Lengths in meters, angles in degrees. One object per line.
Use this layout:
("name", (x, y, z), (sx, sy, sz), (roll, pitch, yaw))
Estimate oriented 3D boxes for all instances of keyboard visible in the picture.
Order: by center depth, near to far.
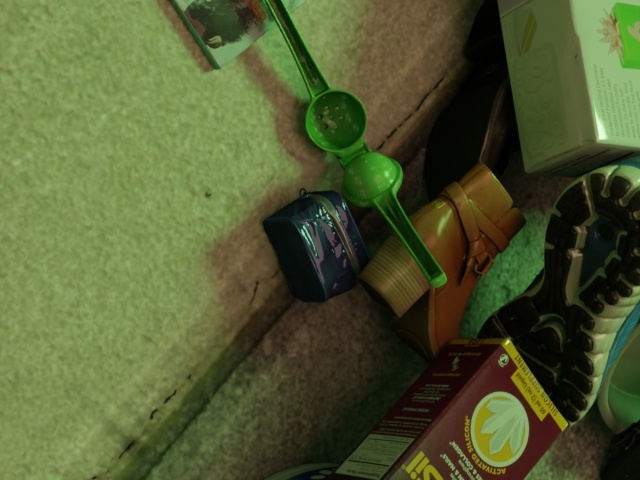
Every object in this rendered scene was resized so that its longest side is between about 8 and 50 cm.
("keyboard", (0.346, 0.186, 1.369), (0.108, 0.023, 0.180), (3, 133, -33))

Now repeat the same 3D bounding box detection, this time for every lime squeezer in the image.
("lime squeezer", (0.034, -0.085, 1.175), (0.059, 0.110, 0.310), (-24, 74, -17))

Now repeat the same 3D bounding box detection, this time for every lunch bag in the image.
("lunch bag", (0.000, 0.000, 1.200), (0.065, 0.067, 0.098), (-29, 105, -26))

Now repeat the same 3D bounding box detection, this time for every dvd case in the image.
("dvd case", (-0.070, -0.218, 1.183), (0.119, 0.013, 0.087), (-41, 111, -23))

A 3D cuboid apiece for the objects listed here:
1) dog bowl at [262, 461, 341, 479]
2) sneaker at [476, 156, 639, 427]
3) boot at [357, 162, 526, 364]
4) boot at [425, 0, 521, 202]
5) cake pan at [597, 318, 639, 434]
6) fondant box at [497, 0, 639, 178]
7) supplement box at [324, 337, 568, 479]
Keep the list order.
("dog bowl", (0.016, 0.336, 1.200), (0.265, 0.104, 0.264), (-1, 92, -30))
("sneaker", (0.255, 0.050, 1.238), (0.147, 0.330, 0.130), (-28, 63, -40))
("boot", (0.129, 0.032, 1.227), (0.152, 0.073, 0.197), (-45, 143, -8))
("boot", (0.234, -0.104, 1.317), (0.229, 0.091, 0.263), (26, 77, -27))
("cake pan", (0.405, 0.096, 1.354), (0.293, 0.054, 0.293), (-12, 138, -11))
("fondant box", (0.323, -0.180, 1.290), (0.330, 0.096, 0.238), (2, 74, -37))
("supplement box", (0.108, 0.181, 1.145), (0.188, 0.081, 0.104), (-45, 108, -27))
